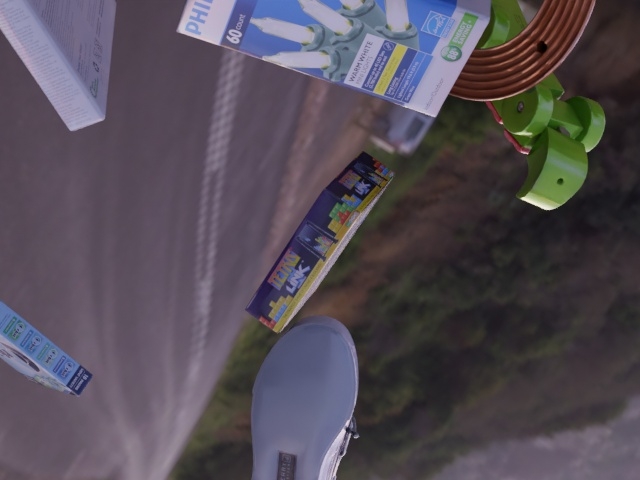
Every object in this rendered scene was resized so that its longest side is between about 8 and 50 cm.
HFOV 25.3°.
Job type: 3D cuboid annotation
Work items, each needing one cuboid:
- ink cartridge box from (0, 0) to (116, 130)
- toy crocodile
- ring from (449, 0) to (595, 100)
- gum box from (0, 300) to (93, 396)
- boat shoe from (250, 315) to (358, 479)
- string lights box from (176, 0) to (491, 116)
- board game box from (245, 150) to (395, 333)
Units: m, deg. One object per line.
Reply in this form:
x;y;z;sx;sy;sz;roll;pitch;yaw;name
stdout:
-0.271;-0.254;1.378;0.045;0.224;0.223;-19;-142;11;ink cartridge box
0.241;-0.184;1.710;0.105;0.115;0.340;-50;-136;35;toy crocodile
0.181;-0.324;1.589;0.032;0.336;0.336;-12;142;-44;ring
-0.433;0.146;2.028;0.157;0.184;0.041;5;-123;53;gum box
-0.012;0.204;1.563;0.105;0.113;0.306;-58;156;-61;boat shoe
0.012;-0.220;1.310;0.133;0.259;0.077;117;-14;-46;string lights box
0.000;0.000;1.507;0.170;0.048;0.141;-56;175;26;board game box
